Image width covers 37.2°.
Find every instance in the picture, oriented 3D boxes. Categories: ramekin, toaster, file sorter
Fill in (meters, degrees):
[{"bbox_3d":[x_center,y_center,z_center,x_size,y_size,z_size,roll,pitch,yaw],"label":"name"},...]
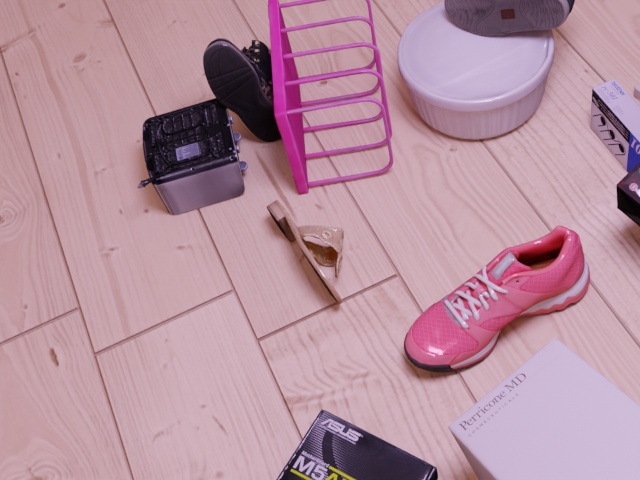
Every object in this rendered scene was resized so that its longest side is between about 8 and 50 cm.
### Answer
[{"bbox_3d":[0.274,-0.296,1.670,0.272,0.127,0.273,-7,52,9],"label":"ramekin"},{"bbox_3d":[-0.230,-0.149,1.692,0.185,0.110,0.168,-17,51,0],"label":"toaster"},{"bbox_3d":[0.021,-0.267,1.663,0.182,0.202,0.291,-9,52,5],"label":"file sorter"}]

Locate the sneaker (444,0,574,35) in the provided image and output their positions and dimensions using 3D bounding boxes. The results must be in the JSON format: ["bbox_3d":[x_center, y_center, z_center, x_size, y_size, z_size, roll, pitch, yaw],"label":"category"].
[{"bbox_3d":[0.331,-0.409,1.624,0.222,0.083,0.118,12,38,29],"label":"sneaker"}]

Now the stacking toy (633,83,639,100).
[{"bbox_3d":[0.675,-0.232,1.524,0.309,0.130,0.280,-18,52,-1],"label":"stacking toy"}]

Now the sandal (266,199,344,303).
[{"bbox_3d":[-0.002,-0.004,1.544,0.079,0.088,0.240,-34,49,-5],"label":"sandal"}]

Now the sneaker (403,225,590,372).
[{"bbox_3d":[0.252,0.072,1.395,0.313,0.136,0.116,-30,52,-9],"label":"sneaker"}]

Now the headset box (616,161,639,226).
[{"bbox_3d":[0.601,-0.097,1.338,0.293,0.110,0.218,-44,65,0],"label":"headset box"}]

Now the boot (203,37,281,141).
[{"bbox_3d":[-0.138,-0.310,1.721,0.085,0.236,0.179,-23,46,17],"label":"boot"}]

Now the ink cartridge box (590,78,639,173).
[{"bbox_3d":[0.508,-0.158,1.529,0.046,0.097,0.207,-24,52,-4],"label":"ink cartridge box"}]

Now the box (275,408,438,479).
[{"bbox_3d":[0.035,0.350,1.299,0.190,0.045,0.184,23,65,27],"label":"box"}]

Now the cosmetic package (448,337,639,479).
[{"bbox_3d":[0.345,0.307,1.127,0.197,0.155,0.365,-39,41,-7],"label":"cosmetic package"}]
